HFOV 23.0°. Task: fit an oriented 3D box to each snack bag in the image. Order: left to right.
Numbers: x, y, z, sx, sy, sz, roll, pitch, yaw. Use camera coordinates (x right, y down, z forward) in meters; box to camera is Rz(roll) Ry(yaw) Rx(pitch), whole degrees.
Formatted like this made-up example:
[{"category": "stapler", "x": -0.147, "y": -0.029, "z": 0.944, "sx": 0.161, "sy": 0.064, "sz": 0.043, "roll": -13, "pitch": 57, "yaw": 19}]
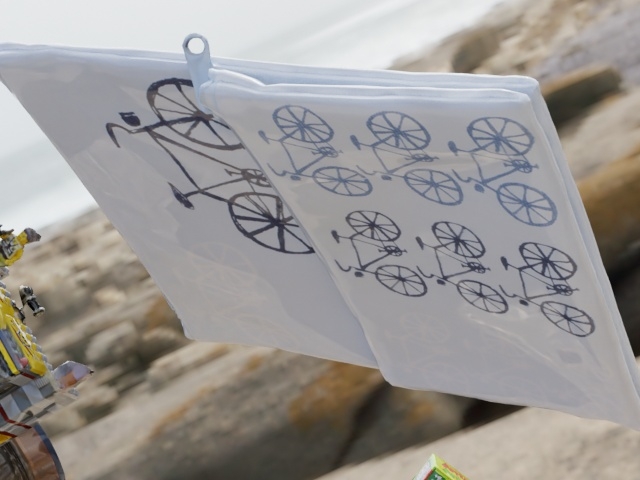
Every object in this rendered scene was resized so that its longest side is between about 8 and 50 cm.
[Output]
[{"category": "snack bag", "x": 0.000, "y": 0.000, "z": 0.896, "sx": 0.343, "sy": 0.323, "sz": 0.037, "roll": 9, "pitch": 61, "yaw": 28}]

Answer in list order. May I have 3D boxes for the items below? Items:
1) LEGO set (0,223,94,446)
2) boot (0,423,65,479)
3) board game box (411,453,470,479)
[{"category": "LEGO set", "x": -0.258, "y": 0.005, "z": 0.808, "sx": 0.192, "sy": 0.331, "sz": 0.255, "roll": -32, "pitch": -21, "yaw": -2}, {"category": "boot", "x": -0.264, "y": 0.109, "z": 0.976, "sx": 0.106, "sy": 0.082, "sz": 0.219, "roll": -29, "pitch": 47, "yaw": -33}, {"category": "board game box", "x": 0.071, "y": 0.268, "z": 1.228, "sx": 0.181, "sy": 0.092, "sz": 0.043, "roll": -53, "pitch": 2, "yaw": 6}]
